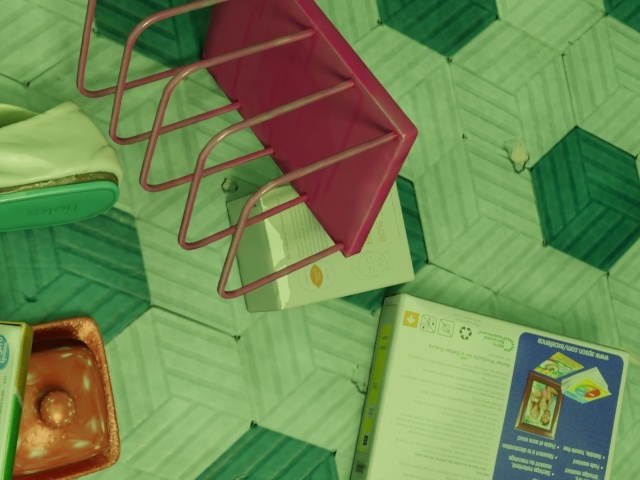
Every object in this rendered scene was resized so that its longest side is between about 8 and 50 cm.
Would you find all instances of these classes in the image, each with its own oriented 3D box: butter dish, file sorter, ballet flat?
[{"bbox_3d":[-0.265,0.161,1.117,0.160,0.118,0.159,-10,90,-27],"label":"butter dish"},{"bbox_3d":[-0.086,-0.120,1.119,0.182,0.202,0.290,-24,66,-29],"label":"file sorter"},{"bbox_3d":[-0.385,-0.057,1.089,0.400,0.139,0.139,-13,91,-31],"label":"ballet flat"}]

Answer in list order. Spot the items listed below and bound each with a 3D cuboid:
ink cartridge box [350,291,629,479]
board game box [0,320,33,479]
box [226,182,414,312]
[{"bbox_3d":[0.193,0.244,1.347,0.304,0.072,0.307,15,81,-16],"label":"ink cartridge box"},{"bbox_3d":[-0.428,0.173,1.009,0.317,0.064,0.242,8,81,-6],"label":"board game box"},{"bbox_3d":[0.000,0.000,1.280,0.170,0.091,0.130,-11,89,-27],"label":"box"}]
